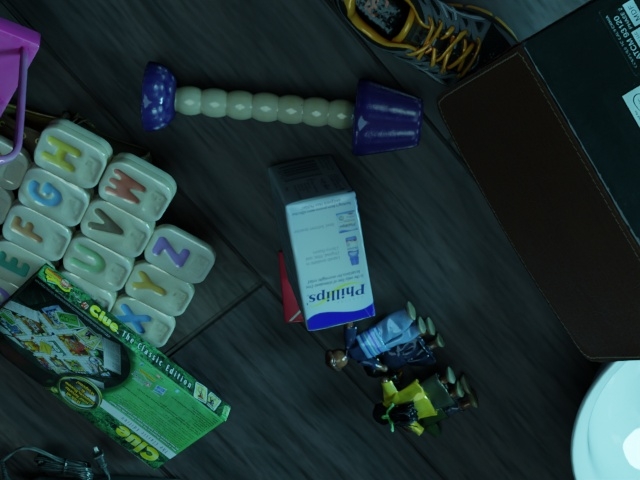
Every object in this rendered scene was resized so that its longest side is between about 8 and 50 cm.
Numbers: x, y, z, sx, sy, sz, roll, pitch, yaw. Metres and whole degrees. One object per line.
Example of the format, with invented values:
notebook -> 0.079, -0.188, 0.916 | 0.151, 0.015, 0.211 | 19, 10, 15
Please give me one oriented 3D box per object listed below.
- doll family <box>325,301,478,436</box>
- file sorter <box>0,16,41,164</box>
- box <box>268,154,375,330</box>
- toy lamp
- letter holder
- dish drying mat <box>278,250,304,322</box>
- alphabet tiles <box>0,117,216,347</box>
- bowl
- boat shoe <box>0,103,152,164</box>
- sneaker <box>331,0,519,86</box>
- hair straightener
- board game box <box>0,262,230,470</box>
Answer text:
doll family -> 0.084, 0.146, 1.326 | 0.111, 0.076, 0.193 | -26, 104, 18
file sorter -> -0.406, -0.066, 1.094 | 0.202, 0.182, 0.291 | 20, 132, -27
box -> 0.000, 0.000, 1.234 | 0.072, 0.126, 0.137 | -12, 112, -6
toy lamp -> -0.036, -0.128, 1.214 | 0.274, 0.080, 0.080 | 5, 113, 4
letter holder -> 0.266, -0.054, 1.120 | 0.152, 0.214, 0.302 | -31, 92, -19
dish drying mat -> -0.026, 0.050, 1.324 | 0.032, 0.008, 0.083 | -2, 113, 5
alphabet tiles -> -0.260, 0.005, 1.267 | 0.278, 0.021, 0.284 | 29, 130, -8
bowl -> 0.404, 0.181, 1.284 | 0.297, 0.134, 0.298 | 1, 112, 3
boat shoe -> -0.258, -0.100, 1.246 | 0.178, 0.064, 0.060 | 11, 115, 2
sneaker -> 0.102, -0.196, 1.174 | 0.214, 0.083, 0.084 | 24, 111, -8
hair straightener -> -0.267, 0.270, 1.418 | 0.230, 0.047, 0.089 | 12, 113, 3
board game box -> -0.238, 0.143, 1.338 | 0.259, 0.030, 0.136 | 41, 123, -17
